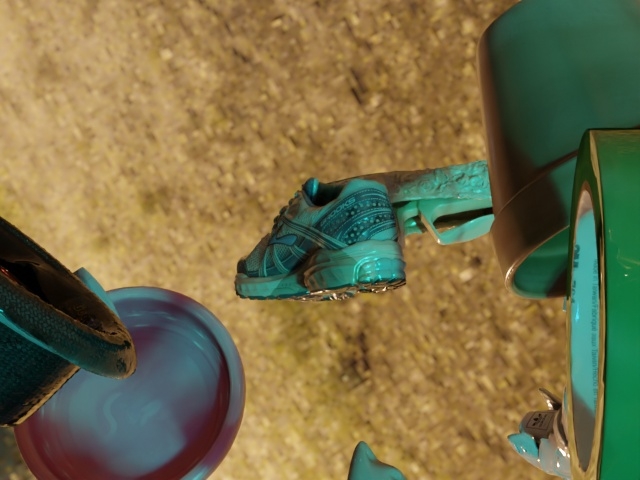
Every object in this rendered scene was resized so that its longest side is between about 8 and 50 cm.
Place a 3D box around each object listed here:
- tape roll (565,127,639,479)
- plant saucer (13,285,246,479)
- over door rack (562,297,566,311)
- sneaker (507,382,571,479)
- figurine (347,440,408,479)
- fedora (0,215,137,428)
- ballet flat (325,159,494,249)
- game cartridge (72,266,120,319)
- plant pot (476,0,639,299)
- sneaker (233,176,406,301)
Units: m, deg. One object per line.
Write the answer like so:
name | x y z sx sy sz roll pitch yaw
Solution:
tape roll | 0.244 0.071 1.096 0.321 0.077 0.321 1 -90 -84
plant saucer | -0.263 0.229 1.956 0.332 0.332 0.084 49 171 25
over door rack | 0.401 -0.025 1.821 0.239 0.108 0.324 9 118 44
sneaker | 0.412 0.311 2.328 0.210 0.137 0.366 21 155 36
figurine | 0.069 0.306 1.202 0.092 0.209 0.215 -17 126 30
fedora | -0.342 0.067 1.331 0.334 0.152 0.334 37 -179 -1
ballet flat | 0.164 -0.050 2.329 0.147 0.409 0.147 -11 -90 -88
game cartridge | -0.283 0.075 1.703 0.056 0.017 0.083 -30 97 36
plant pot | 0.309 -0.126 1.550 0.323 0.323 0.280 110 144 -63
sneaker | 0.000 0.000 1.443 0.283 0.110 0.122 -12 78 58
